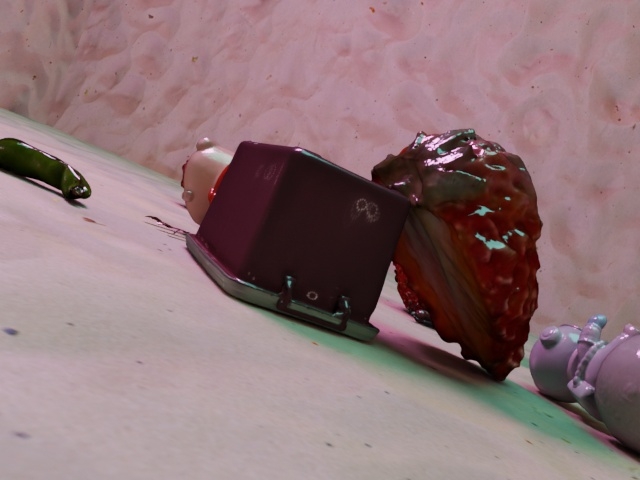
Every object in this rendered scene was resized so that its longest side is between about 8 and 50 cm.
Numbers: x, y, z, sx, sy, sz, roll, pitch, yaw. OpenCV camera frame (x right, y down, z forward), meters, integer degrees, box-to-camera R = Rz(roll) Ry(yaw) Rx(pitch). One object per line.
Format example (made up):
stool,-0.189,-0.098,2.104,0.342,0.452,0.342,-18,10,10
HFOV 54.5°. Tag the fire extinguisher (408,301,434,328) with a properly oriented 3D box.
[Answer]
fire extinguisher,0.195,0.146,1.110,0.100,0.032,0.046,22,36,-29

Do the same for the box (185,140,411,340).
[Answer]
box,-0.033,-0.015,0.750,0.193,0.167,0.294,20,3,-24

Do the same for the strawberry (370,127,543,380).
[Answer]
strawberry,0.198,0.015,0.787,0.265,0.149,0.336,35,-26,60

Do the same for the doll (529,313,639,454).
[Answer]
doll,0.361,0.172,0.768,0.151,0.150,0.287,22,-5,-13

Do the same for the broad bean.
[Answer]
broad bean,-0.375,-0.097,0.828,0.195,0.046,0.061,25,0,17

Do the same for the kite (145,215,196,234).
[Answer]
kite,-0.159,0.005,0.980,0.141,0.015,0.245,23,2,42

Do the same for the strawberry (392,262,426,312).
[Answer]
strawberry,0.280,0.080,1.238,0.288,0.250,0.238,50,-18,33

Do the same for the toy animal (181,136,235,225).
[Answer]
toy animal,-0.118,-0.069,0.963,0.198,0.171,0.171,24,2,41

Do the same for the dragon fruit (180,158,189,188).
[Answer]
dragon fruit,-0.256,-0.115,1.591,0.205,0.151,0.317,3,22,-18
